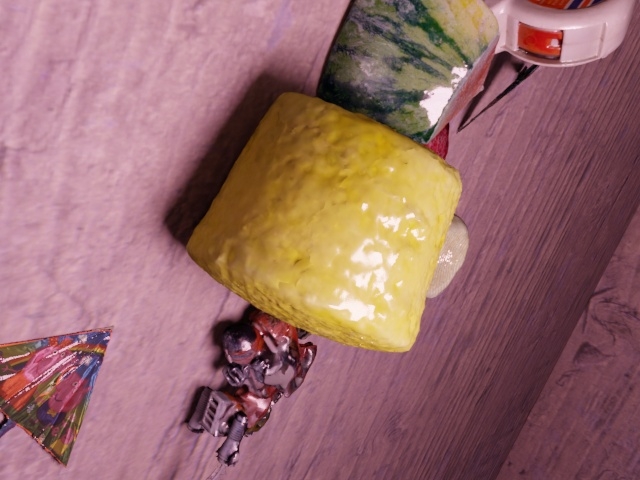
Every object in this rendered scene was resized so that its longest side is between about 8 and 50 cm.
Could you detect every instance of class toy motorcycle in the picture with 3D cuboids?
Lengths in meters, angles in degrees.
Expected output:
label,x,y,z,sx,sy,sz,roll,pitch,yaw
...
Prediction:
label,x,y,z,sx,sy,sz,roll,pitch,yaw
toy motorcycle,-0.132,0.264,1.241,0.207,0.134,0.401,23,96,-57

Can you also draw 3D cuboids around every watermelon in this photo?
label,x,y,z,sx,sy,sz,roll,pitch,yaw
watermelon,0.138,-0.280,1.124,0.262,0.213,0.201,-57,164,9

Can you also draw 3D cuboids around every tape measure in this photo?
label,x,y,z,sx,sy,sz,roll,pitch,yaw
tape measure,0.429,-0.425,1.314,0.258,0.265,0.130,-49,151,-26

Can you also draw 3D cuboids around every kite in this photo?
label,x,y,z,sx,sy,sz,roll,pitch,yaw
kite,-0.368,0.196,0.975,0.234,0.016,0.321,-43,145,-21
kite,0.397,-0.327,1.439,0.335,0.011,0.314,-42,-178,20

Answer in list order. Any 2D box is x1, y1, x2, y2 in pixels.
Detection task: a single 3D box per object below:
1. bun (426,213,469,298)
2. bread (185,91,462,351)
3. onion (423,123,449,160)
label,x,y,z,sx,sy,sz,roll,pitch,yaw
bun,0.223,0.024,1.528,0.195,0.118,0.195,-28,131,-37
bread,0.022,-0.021,1.024,0.308,0.348,0.348,-62,148,-3
onion,0.158,-0.173,1.274,0.227,0.120,0.284,-17,130,-52
